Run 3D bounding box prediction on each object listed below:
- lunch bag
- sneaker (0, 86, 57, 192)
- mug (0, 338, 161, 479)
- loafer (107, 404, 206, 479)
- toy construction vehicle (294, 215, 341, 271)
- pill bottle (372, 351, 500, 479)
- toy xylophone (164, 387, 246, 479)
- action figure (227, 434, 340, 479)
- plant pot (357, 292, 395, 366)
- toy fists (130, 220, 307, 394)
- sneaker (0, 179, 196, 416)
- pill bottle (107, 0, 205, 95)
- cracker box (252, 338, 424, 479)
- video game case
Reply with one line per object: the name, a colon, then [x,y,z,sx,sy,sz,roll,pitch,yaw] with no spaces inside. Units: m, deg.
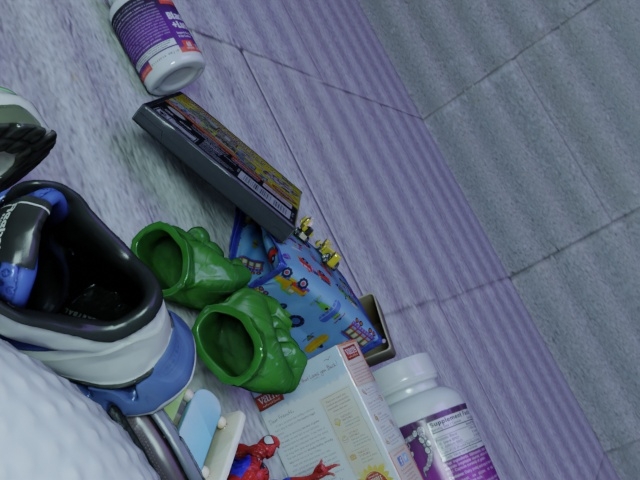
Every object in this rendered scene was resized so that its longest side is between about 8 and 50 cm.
lunch bag: [-0.042,0.050,1.125,0.221,0.138,0.293,40,21,-28]
sneaker: [-0.431,-0.113,0.546,0.182,0.158,0.410,55,29,15]
mug: [-0.256,0.231,0.380,0.328,0.276,0.374,47,51,-45]
loafer: [-0.133,0.262,0.598,0.095,0.109,0.303,-30,99,-29]
toy construction vehicle: [0.000,0.000,1.115,0.086,0.035,0.098,42,7,-11]
pill bottle: [0.180,0.344,1.124,0.169,0.169,0.302,11,52,-58]
toy xylophone: [-0.218,0.126,0.731,0.322,0.081,0.236,41,29,-25]
action figure: [-0.079,0.287,0.762,0.092,0.139,0.280,57,22,-6]
plant pot: [0.075,0.172,1.213,0.096,0.109,0.109,42,27,-56]
toy fists: [-0.122,0.082,0.887,0.279,0.096,0.142,45,3,26]
sneaker: [-0.246,0.020,0.518,0.315,0.182,0.128,14,55,1]
pill bottle: [-0.279,-0.347,1.137,0.194,0.108,0.108,60,25,4]
cracker box: [0.025,0.272,0.934,0.067,0.155,0.232,-3,65,-62]
video game case: [-0.146,-0.124,1.083,0.274,0.035,0.248,39,13,-10]
